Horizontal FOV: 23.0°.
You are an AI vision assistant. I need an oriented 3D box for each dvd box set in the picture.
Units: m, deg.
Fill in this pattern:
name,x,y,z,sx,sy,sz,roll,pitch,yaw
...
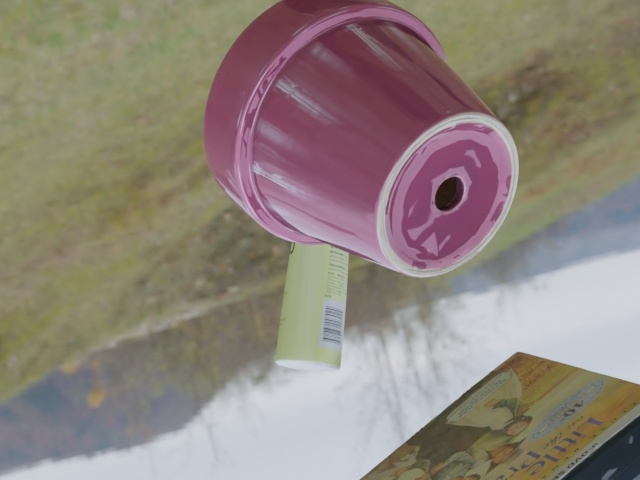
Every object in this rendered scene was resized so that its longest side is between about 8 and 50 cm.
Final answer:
name,x,y,z,sx,sy,sz,roll,pitch,yaw
dvd box set,0.162,0.240,1.553,0.307,0.062,0.420,-38,-172,-7

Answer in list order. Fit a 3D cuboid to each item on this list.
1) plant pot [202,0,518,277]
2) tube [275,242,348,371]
name,x,y,z,sx,sy,sz,roll,pitch,yaw
plant pot,0.042,-0.069,1.168,0.201,0.201,0.180,-12,-148,-32
tube,0.000,0.000,1.461,0.062,0.240,0.070,11,168,-25
